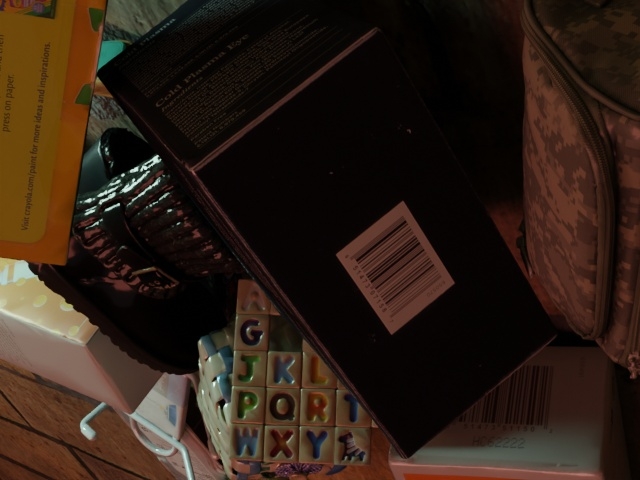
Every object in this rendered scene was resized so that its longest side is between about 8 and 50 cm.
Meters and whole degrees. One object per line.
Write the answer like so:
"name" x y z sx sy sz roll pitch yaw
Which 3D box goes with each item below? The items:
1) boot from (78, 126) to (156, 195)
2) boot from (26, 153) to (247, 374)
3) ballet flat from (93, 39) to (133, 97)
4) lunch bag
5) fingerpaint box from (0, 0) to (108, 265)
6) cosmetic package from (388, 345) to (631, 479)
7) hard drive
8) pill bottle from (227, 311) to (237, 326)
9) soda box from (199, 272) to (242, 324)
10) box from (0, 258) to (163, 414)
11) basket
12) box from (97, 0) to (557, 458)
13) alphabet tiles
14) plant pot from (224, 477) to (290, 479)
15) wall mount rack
"boot" -0.302 -0.099 1.450 0.246 0.094 0.207 52 139 -1
"boot" -0.157 0.035 1.351 0.260 0.131 0.348 -20 141 27
"ballet flat" -0.286 -0.195 1.307 0.232 0.080 0.073 14 160 37
"lunch bag" 0.261 -0.046 0.818 0.256 0.212 0.305 37 156 34
"fingerpaint box" -0.364 -0.218 0.935 0.371 0.163 0.445 7 126 -13
"cosmetic package" 0.247 0.317 1.340 0.230 0.161 0.453 -1 139 20
"hard drive" -0.255 0.383 2.151 0.237 0.064 0.339 8 142 41
"pill bottle" -0.051 0.184 1.569 0.124 0.124 0.221 15 144 33
"soda box" -0.144 0.052 1.536 0.053 0.060 0.169 24 149 17
"box" -0.369 0.077 1.652 0.345 0.215 0.168 16 145 31
"basket" 0.002 0.171 1.365 0.201 0.289 0.255 60 162 27
"box" -0.002 -0.038 1.004 0.343 0.179 0.312 55 173 -31
"alphabet tiles" 0.018 0.139 1.202 0.237 0.198 0.009 -1 169 17
"plant pot" -0.098 0.501 2.108 0.236 0.032 0.236 5 135 6
"wall mount rack" -0.265 0.306 1.886 0.304 0.130 0.350 30 136 19
